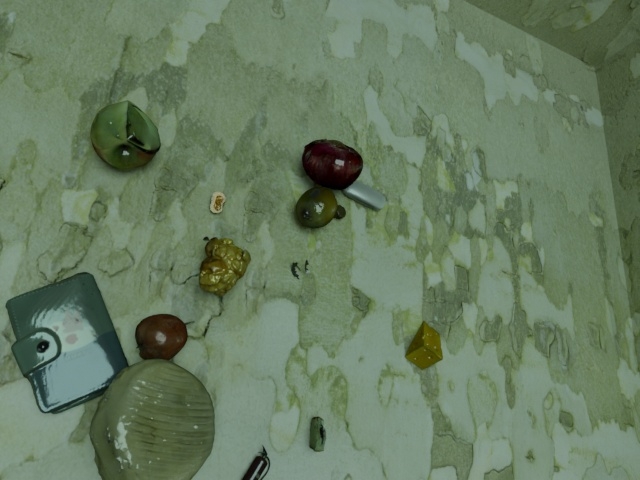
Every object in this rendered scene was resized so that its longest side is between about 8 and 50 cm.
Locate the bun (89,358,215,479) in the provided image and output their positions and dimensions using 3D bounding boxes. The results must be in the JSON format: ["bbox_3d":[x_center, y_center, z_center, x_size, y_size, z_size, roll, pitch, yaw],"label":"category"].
[{"bbox_3d":[-0.457,0.513,1.178,0.326,0.235,0.361,-6,73,-44],"label":"bun"}]

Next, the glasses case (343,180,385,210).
[{"bbox_3d":[0.183,-0.191,1.789,0.197,0.049,0.076,24,65,-14],"label":"glasses case"}]

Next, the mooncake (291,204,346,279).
[{"bbox_3d":[0.005,-0.003,1.647,0.347,0.057,0.150,-36,92,-30],"label":"mooncake"}]

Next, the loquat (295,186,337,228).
[{"bbox_3d":[-0.010,-0.129,1.630,0.152,0.152,0.195,47,46,-3],"label":"loquat"}]

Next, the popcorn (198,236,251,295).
[{"bbox_3d":[-0.319,0.088,1.436,0.164,0.140,0.194,6,60,-13],"label":"popcorn"}]

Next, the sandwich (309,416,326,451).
[{"bbox_3d":[-0.008,0.635,1.409,0.036,0.093,0.104,8,67,-14],"label":"sandwich"}]

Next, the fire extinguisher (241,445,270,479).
[{"bbox_3d":[-0.202,0.725,1.325,0.078,0.045,0.157,54,56,-32],"label":"fire extinguisher"}]

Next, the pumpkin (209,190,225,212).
[{"bbox_3d":[-0.373,-0.135,1.543,0.050,0.028,0.083,17,76,-16],"label":"pumpkin"}]

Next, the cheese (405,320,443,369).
[{"bbox_3d":[0.422,0.399,1.684,0.093,0.126,0.171,38,44,-1],"label":"cheese"}]

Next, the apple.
[{"bbox_3d":[-0.642,-0.341,1.417,0.207,0.173,0.188,-6,56,-23],"label":"apple"}]

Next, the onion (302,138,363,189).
[{"bbox_3d":[0.045,-0.298,1.677,0.247,0.190,0.246,19,28,-11],"label":"onion"}]

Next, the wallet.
[{"bbox_3d":[-0.723,0.287,1.224,0.252,0.083,0.360,-21,81,-33],"label":"wallet"}]

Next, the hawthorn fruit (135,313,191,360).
[{"bbox_3d":[-0.471,0.279,1.299,0.149,0.149,0.189,46,62,-4],"label":"hawthorn fruit"}]
